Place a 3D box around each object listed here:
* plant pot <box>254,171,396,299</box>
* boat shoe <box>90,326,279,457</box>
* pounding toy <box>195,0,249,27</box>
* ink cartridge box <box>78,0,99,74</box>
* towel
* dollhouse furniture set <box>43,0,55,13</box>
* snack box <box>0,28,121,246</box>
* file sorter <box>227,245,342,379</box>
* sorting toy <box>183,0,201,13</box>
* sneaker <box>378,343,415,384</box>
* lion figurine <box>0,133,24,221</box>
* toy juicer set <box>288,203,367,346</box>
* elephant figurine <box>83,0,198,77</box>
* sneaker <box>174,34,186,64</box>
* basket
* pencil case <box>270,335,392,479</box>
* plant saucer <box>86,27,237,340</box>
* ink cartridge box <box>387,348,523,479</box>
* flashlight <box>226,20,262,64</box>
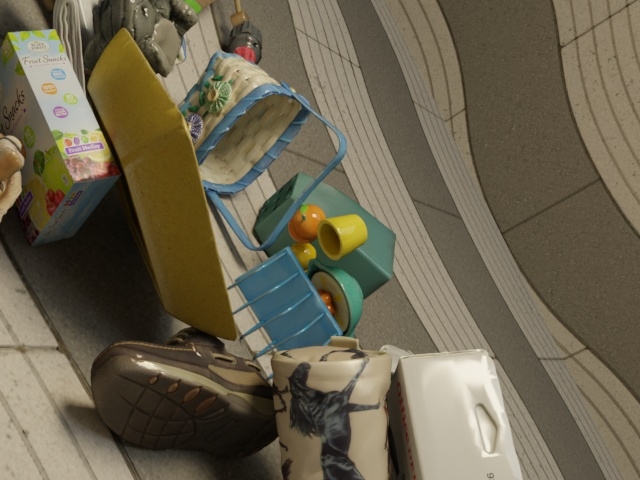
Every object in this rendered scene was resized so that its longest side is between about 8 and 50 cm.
[{"bbox_3d":[0.000,0.000,1.659,0.234,0.165,0.166,42,27,-17],"label":"plant pot"},{"bbox_3d":[-0.174,0.189,1.139,0.355,0.132,0.130,40,18,-55],"label":"boat shoe"},{"bbox_3d":[-0.244,-0.549,1.928,0.206,0.094,0.181,61,16,-18],"label":"pounding toy"},{"bbox_3d":[-0.364,-0.344,1.456,0.179,0.045,0.146,-11,87,-78],"label":"ink cartridge box"},{"bbox_3d":[-0.346,-0.272,1.207,0.285,0.034,0.209,-118,-153,-56],"label":"towel"},{"bbox_3d":[-0.470,-0.416,1.405,0.081,0.091,0.114,25,-39,50],"label":"dollhouse furniture set"},{"bbox_3d":[-0.343,-0.124,1.083,0.070,0.174,0.207,-15,74,-41],"label":"snack box"},{"bbox_3d":[-0.070,0.120,1.416,0.170,0.118,0.104,59,26,0],"label":"file sorter"},{"bbox_3d":[-0.357,-0.520,1.624,0.347,0.047,0.196,40,-1,18],"label":"sorting toy"},{"bbox_3d":[0.131,0.263,1.695,0.129,0.111,0.297,52,14,28],"label":"sneaker"},{"bbox_3d":[-0.492,-0.174,0.946,0.392,0.142,0.240,31,40,-23],"label":"lion figurine"},{"bbox_3d":[-0.002,0.093,1.514,0.089,0.209,0.329,-21,118,-30],"label":"toy juicer set"},{"bbox_3d":[-0.290,-0.321,1.330,0.186,0.169,0.239,56,14,-16],"label":"elephant figurine"},{"bbox_3d":[-0.315,-0.397,1.602,0.211,0.080,0.081,27,35,-49],"label":"sneaker"},{"bbox_3d":[-0.119,-0.159,1.503,0.289,0.255,0.201,45,17,18],"label":"basket"},{"bbox_3d":[0.029,0.330,1.138,0.183,0.159,0.411,31,54,-79],"label":"pencil case"},{"bbox_3d":[-0.221,-0.068,1.159,0.333,0.080,0.333,-128,-157,-50],"label":"plant saucer"},{"bbox_3d":[0.163,0.321,1.223,0.307,0.128,0.223,99,-14,-55],"label":"ink cartridge box"},{"bbox_3d":[-0.163,-0.359,1.834,0.103,0.103,0.304,48,26,-34],"label":"flashlight"}]
